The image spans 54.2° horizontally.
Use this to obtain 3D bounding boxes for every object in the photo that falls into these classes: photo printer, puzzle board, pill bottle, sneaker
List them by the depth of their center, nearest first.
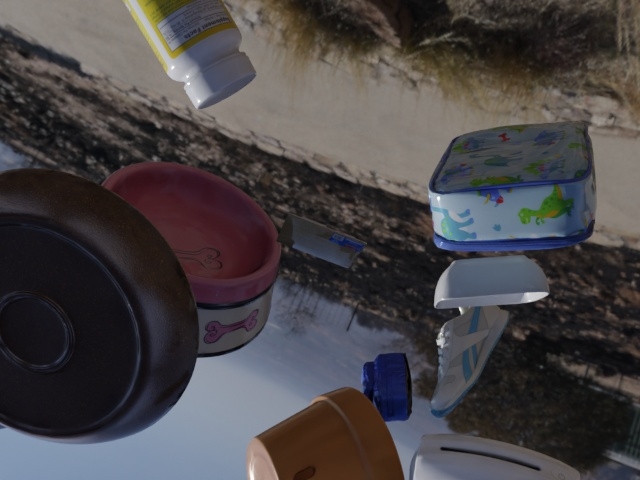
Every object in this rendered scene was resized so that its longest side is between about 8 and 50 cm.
[{"bbox_3d":[-0.183,-0.296,0.862,0.209,0.119,0.119,60,158,-7],"label":"pill bottle"},{"bbox_3d":[0.263,0.431,0.984,0.255,0.107,0.308,8,127,17],"label":"photo printer"},{"bbox_3d":[0.000,0.000,0.985,0.128,0.011,0.096,21,151,-6],"label":"puzzle board"},{"bbox_3d":[0.234,0.196,1.066,0.092,0.229,0.087,30,152,13],"label":"sneaker"}]

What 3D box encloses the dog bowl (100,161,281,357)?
[{"bbox_3d":[-0.254,0.012,1.156,0.407,0.150,0.408,21,-148,-14],"label":"dog bowl"}]

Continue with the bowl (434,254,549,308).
[{"bbox_3d":[0.219,0.055,0.820,0.141,0.053,0.142,-5,167,8],"label":"bowl"}]

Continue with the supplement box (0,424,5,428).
[{"bbox_3d":[-0.481,0.215,0.956,0.239,0.130,0.073,-2,152,-42],"label":"supplement box"}]

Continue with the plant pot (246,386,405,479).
[{"bbox_3d":[-0.006,0.432,1.130,0.203,0.291,0.291,-8,-179,-26],"label":"plant pot"}]

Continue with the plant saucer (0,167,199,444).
[{"bbox_3d":[-0.278,0.084,0.632,0.310,0.311,0.050,24,-161,2],"label":"plant saucer"}]

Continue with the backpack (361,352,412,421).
[{"bbox_3d":[0.132,0.298,1.233,0.101,0.120,0.098,-9,127,4],"label":"backpack"}]

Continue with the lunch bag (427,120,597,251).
[{"bbox_3d":[0.216,-0.066,0.709,0.176,0.219,0.090,-3,115,22],"label":"lunch bag"}]
